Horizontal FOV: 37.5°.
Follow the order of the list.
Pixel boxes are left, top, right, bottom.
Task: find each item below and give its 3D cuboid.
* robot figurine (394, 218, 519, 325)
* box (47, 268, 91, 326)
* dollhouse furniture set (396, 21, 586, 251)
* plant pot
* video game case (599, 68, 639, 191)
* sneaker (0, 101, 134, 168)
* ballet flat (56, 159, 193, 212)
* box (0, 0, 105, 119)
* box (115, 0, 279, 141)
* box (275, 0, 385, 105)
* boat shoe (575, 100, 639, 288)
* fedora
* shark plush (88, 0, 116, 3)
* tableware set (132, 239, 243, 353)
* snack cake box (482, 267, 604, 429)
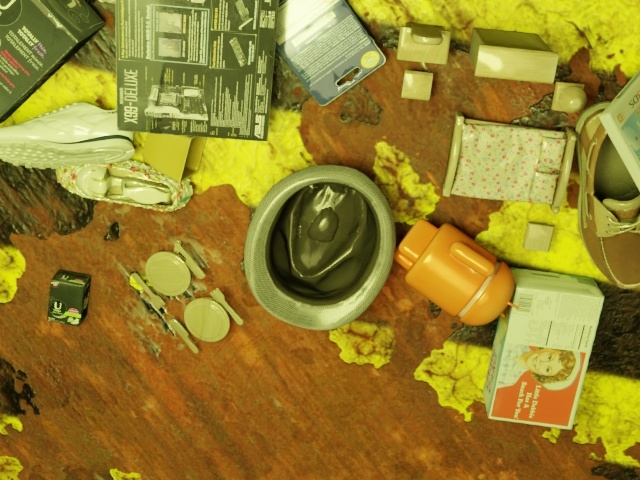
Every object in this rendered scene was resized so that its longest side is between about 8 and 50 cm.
[{"bbox_3d":[0.231,0.057,1.581,0.219,0.128,0.158,36,121,4],"label":"robot figurine"},{"bbox_3d":[-0.451,0.103,1.692,0.062,0.052,0.083,11,111,-2],"label":"box"},{"bbox_3d":[0.255,-0.143,1.487,0.303,0.174,0.355,7,111,1],"label":"dollhouse furniture set"},{"bbox_3d":[-0.247,-0.154,1.567,0.083,0.081,0.081,21,111,7],"label":"plant pot"},{"bbox_3d":[0.534,-0.159,1.472,0.023,0.193,0.212,-11,118,54],"label":"video game case"},{"bbox_3d":[-0.424,-0.177,1.547,0.235,0.090,0.094,-2,73,-12],"label":"sneaker"},{"bbox_3d":[-0.337,-0.098,1.594,0.241,0.077,0.091,7,112,2],"label":"ballet flat"},{"bbox_3d":[-0.501,-0.304,1.480,0.270,0.143,0.165,-36,106,21],"label":"box"},{"bbox_3d":[-0.189,-0.309,1.448,0.243,0.076,0.307,3,122,-5],"label":"box"},{"bbox_3d":[-0.012,-0.340,1.500,0.136,0.036,0.225,-34,104,16],"label":"box"},{"bbox_3d":[0.481,-0.059,1.534,0.123,0.116,0.324,-15,109,9],"label":"boat shoe"},{"bbox_3d":[0.000,0.000,1.584,0.244,0.124,0.275,13,103,-4],"label":"fedora"},{"bbox_3d":[-0.322,-0.412,1.501,0.161,0.073,0.067,-7,92,28],"label":"shark plush"},{"bbox_3d":[-0.232,0.095,1.684,0.128,0.039,0.194,-33,100,27],"label":"tableware set"},{"bbox_3d":[0.387,0.190,1.653,0.152,0.089,0.264,7,112,-1],"label":"snack cake box"}]
